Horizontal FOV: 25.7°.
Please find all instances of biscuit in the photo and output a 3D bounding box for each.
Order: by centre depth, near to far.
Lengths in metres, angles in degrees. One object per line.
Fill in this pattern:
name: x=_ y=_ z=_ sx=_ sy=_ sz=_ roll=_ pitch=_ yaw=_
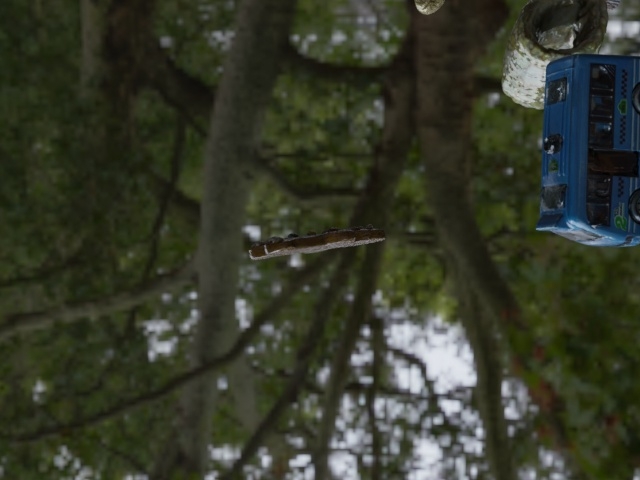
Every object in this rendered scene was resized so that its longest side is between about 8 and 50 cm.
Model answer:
biscuit: x=0.000 y=-0.001 z=2.059 sx=0.205 sy=0.031 sz=0.138 roll=-6 pitch=175 yaw=-23

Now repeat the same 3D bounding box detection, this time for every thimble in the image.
thimble: x=0.371 y=-0.307 z=2.200 sx=0.137 sy=0.143 sz=0.190 roll=34 pitch=-118 yaw=15

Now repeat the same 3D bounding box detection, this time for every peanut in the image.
peanut: x=0.130 y=-0.298 z=1.601 sx=0.037 sy=0.083 sz=0.037 roll=12 pitch=177 yaw=1

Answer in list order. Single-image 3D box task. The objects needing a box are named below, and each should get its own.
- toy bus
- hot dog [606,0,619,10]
toy bus: x=0.356 y=-0.116 z=1.818 sx=0.134 sy=0.246 sz=0.113 roll=4 pitch=178 yaw=-18
hot dog: x=0.466 y=-0.430 z=2.512 sx=0.053 sy=0.099 sz=0.192 roll=-11 pitch=170 yaw=-30
